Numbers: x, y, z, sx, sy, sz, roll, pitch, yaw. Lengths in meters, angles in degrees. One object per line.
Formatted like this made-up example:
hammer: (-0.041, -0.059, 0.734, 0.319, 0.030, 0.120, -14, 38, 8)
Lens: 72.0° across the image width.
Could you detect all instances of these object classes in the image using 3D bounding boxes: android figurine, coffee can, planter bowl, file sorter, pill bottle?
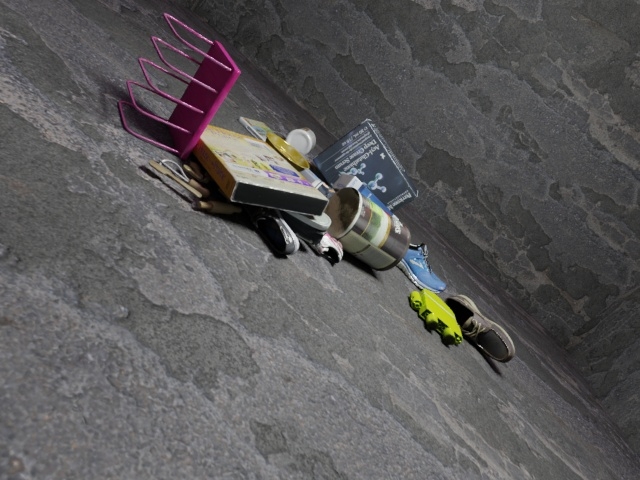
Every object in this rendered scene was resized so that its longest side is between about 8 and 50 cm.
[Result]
android figurine: (0.440, 0.281, 1.667, 0.248, 0.056, 0.273, 39, 19, -8)
coffee can: (0.155, -0.035, 1.558, 0.275, 0.201, 0.202, 31, 22, -34)
planter bowl: (-0.155, -0.328, 1.767, 0.217, 0.090, 0.217, 36, 20, -15)
file sorter: (-0.391, -0.411, 1.177, 0.182, 0.291, 0.202, 19, 29, -44)
pill bottle: (-0.092, -0.498, 2.205, 0.131, 0.131, 0.229, 40, 18, -6)

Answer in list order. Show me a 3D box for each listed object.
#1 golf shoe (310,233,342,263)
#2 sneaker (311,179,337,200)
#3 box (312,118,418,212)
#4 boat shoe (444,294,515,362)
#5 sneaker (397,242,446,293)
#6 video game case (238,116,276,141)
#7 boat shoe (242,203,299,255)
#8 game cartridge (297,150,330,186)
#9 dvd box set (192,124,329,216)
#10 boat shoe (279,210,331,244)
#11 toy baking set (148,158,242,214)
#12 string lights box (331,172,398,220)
golf shoe: (0.000, 0.000, 1.390, 0.186, 0.067, 0.086, 37, 21, -17)
sneaker: (0.009, -0.148, 1.642, 0.127, 0.126, 0.321, 37, 17, 3)
box: (0.206, -0.291, 1.968, 0.396, 0.293, 0.212, 55, 19, -5)
boat shoe: (0.629, 0.359, 1.801, 0.130, 0.132, 0.355, 13, 25, -38)
sneaker: (0.426, 0.096, 1.906, 0.330, 0.147, 0.130, 43, 19, 0)
video game case: (-0.247, -0.475, 2.010, 0.206, 0.026, 0.227, 46, 20, 9)
boat shoe: (-0.150, -0.050, 1.200, 0.229, 0.080, 0.076, 54, 19, 11)
game cartridge: (-0.054, -0.304, 1.981, 0.297, 0.062, 0.198, 47, 15, 13)
dvd box set: (-0.205, -0.218, 1.290, 0.307, 0.062, 0.420, 7, 29, -42)
boat shoe: (-0.118, -0.088, 1.313, 0.302, 0.091, 0.114, 32, 29, 8)
toy baking set: (-0.316, -0.137, 1.130, 0.197, 0.030, 0.256, 44, 18, 15)
string lights box: (0.174, -0.146, 1.730, 0.259, 0.077, 0.133, 41, -2, -23)
